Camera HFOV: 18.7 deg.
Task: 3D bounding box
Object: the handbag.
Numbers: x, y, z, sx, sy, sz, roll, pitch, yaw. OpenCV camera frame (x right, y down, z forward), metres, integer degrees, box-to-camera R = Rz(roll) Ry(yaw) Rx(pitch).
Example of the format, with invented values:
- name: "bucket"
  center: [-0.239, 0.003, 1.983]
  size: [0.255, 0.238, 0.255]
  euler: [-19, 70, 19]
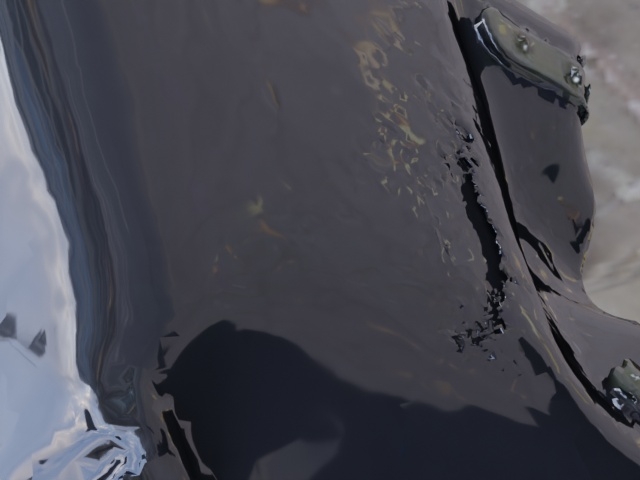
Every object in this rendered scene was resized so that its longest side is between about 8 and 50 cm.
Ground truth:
- name: "handbag"
  center: [0.000, 0.000, 0.635]
  size: [0.152, 0.288, 0.342]
  euler: [-54, 37, 38]
